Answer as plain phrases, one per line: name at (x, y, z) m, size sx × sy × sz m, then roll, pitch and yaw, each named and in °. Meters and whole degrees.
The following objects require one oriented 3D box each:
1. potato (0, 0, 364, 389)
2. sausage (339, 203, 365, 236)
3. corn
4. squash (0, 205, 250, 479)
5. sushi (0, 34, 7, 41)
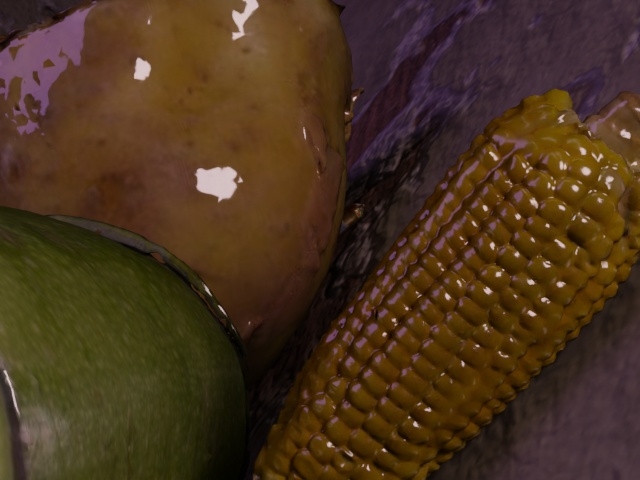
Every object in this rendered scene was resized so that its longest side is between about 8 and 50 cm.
potato at (-0.095, -0.006, 0.993) m, size 0.289 × 0.301 × 0.237 m, roll -45°, pitch 55°, yaw 45°
sausage at (0.000, 0.000, 1.074) m, size 0.100 × 0.015 × 0.015 m, roll -39°, pitch 20°, yaw 36°
corn at (0.065, 0.034, 0.680) m, size 0.261 × 0.097 × 0.097 m, roll -49°, pitch 16°, yaw 10°
squash at (-0.195, 0.104, 0.713) m, size 0.263 × 0.263 × 0.384 m, roll -50°, pitch -9°, yaw 5°
sushi at (-0.233, -0.005, 1.295) m, size 0.234 × 0.207 × 0.348 m, roll -30°, pitch -26°, yaw -55°
